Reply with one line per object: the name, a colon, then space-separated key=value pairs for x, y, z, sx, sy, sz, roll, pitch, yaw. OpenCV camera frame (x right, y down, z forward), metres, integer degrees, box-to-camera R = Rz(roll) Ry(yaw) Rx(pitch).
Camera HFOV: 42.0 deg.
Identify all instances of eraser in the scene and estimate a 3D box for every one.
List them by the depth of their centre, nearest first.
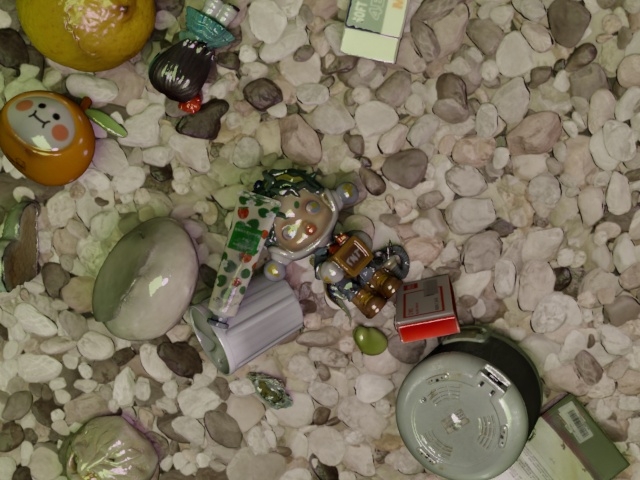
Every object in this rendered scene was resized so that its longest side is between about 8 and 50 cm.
eraser: x=0.125 y=-0.509 z=1.701 sx=0.124 sy=0.081 sz=0.278 roll=13 pitch=101 yaw=3

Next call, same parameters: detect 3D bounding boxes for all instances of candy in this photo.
candy: x=-0.363 y=0.086 z=1.786 sx=0.185 sy=0.295 sz=0.295 roll=29 pitch=104 yaw=-34

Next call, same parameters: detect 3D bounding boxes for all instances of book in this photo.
book: x=0.499 y=0.497 z=1.815 sx=0.289 sy=0.026 sz=0.201 roll=-36 pitch=77 yaw=-3

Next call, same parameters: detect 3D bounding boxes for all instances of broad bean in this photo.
broad bean: x=0.110 y=0.224 z=1.860 sx=0.083 sy=0.045 sz=0.063 roll=30 pitch=91 yaw=-8

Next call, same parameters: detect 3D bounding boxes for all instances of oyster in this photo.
oyster: x=-0.112 y=0.345 z=1.915 sx=0.098 sy=0.037 sz=0.100 roll=-3 pitch=122 yaw=25

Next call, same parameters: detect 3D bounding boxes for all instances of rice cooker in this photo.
rice cooker: x=0.313 y=0.335 z=1.740 sx=0.289 sy=0.277 sz=0.288 roll=4 pitch=101 yaw=23

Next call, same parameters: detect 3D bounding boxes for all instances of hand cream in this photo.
hand cream: x=-0.162 y=0.040 z=1.657 sx=0.096 sy=0.059 sz=0.275 roll=17 pitch=87 yaw=8

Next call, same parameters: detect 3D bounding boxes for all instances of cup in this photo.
cup: x=-0.171 y=0.152 z=1.793 sx=0.202 sy=0.166 sz=0.221 roll=-28 pitch=59 yaw=-23

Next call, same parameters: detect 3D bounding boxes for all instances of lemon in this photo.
lemon: x=-0.471 y=-0.472 z=1.674 sx=0.293 sy=0.293 sz=0.292 roll=1 pitch=101 yaw=6

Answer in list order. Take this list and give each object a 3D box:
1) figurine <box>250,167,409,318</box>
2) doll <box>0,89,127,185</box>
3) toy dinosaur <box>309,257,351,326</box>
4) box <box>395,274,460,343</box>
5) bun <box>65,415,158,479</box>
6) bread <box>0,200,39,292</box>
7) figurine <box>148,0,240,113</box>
figurine: x=-0.002 y=0.002 z=1.749 sx=0.382 sy=0.186 sz=0.261 roll=42 pitch=70 yaw=1
doll: x=-0.564 y=-0.235 z=1.786 sx=0.213 sy=0.213 sz=0.236 roll=45 pitch=59 yaw=-3
toy dinosaur: x=0.040 y=0.109 z=1.850 sx=0.058 sy=0.037 sz=0.180 roll=-27 pitch=91 yaw=25
box: x=0.221 y=0.141 z=1.736 sx=0.123 sy=0.229 sz=0.050 roll=-13 pitch=106 yaw=10
bun: x=-0.500 y=0.522 z=1.933 sx=0.231 sy=0.133 sz=0.230 roll=2 pitch=101 yaw=8
bread: x=-0.681 y=0.026 z=1.864 sx=0.064 sy=0.172 sz=0.231 roll=4 pitch=57 yaw=5
figurine: x=-0.258 y=-0.397 z=1.753 sx=0.138 sy=0.110 sz=0.245 roll=32 pitch=96 yaw=-19
